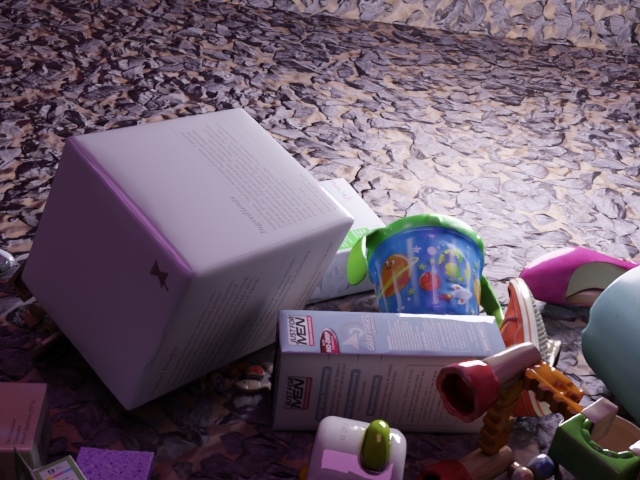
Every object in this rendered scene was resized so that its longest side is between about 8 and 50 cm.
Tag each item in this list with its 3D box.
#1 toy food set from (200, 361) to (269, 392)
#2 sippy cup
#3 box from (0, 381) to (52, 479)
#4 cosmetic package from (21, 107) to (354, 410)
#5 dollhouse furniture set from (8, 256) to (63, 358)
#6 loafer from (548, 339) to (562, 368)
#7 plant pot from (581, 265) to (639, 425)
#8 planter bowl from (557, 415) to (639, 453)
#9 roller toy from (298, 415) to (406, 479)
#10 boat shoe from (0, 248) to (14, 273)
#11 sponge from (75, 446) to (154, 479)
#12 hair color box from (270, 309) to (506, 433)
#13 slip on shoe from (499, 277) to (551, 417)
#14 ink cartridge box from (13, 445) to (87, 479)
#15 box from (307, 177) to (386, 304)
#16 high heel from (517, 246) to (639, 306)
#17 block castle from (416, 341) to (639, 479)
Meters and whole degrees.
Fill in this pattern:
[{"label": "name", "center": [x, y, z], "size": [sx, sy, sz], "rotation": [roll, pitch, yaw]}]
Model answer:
[{"label": "toy food set", "center": [-0.153, 0.238, 1.588], "size": [0.122, 0.019, 0.078], "rotation": [0, 35, -11]}, {"label": "sippy cup", "center": [0.205, 0.107, 1.684], "size": [0.305, 0.240, 0.224], "rotation": [-2, 46, 3]}, {"label": "box", "center": [-0.575, 0.300, 1.333], "size": [0.311, 0.121, 0.148], "rotation": [2, 36, -8]}, {"label": "cosmetic package", "center": [-0.225, 0.014, 1.524], "size": [0.327, 0.329, 0.393], "rotation": [46, 37, 21]}, {"label": "dollhouse furniture set", "center": [-0.517, 0.122, 1.581], "size": [0.151, 0.144, 0.123], "rotation": [52, 44, -1]}, {"label": "loafer", "center": [0.414, 0.238, 1.666], "size": [0.050, 0.056, 0.148], "rotation": [12, 34, 23]}, {"label": "plant pot", "center": [0.646, 0.221, 1.521], "size": [0.341, 0.341, 0.334], "rotation": [-7, 29, -20]}, {"label": "planter bowl", "center": [0.447, 0.370, 1.431], "size": [0.162, 0.109, 0.162], "rotation": [5, 34, -3]}, {"label": "roller toy", "center": [0.039, 0.362, 1.299], "size": [0.146, 0.191, 0.209], "rotation": [11, 78, 4]}, {"label": "boat shoe", "center": [-0.681, 0.027, 1.771], "size": [0.142, 0.049, 0.040], "rotation": [19, 37, 12]}, {"label": "sponge", "center": [-0.325, 0.396, 1.319], "size": [0.117, 0.031, 0.210], "rotation": [6, 35, -1]}, {"label": "hair color box", "center": [0.108, 0.225, 1.510], "size": [0.374, 0.185, 0.113], "rotation": [2, 36, -8]}, {"label": "slip on shoe", "center": [0.357, 0.188, 1.617], "size": [0.101, 0.123, 0.331], "rotation": [-17, 34, 21]}, {"label": "ink cartridge box", "center": [-0.348, 0.374, 1.224], "size": [0.062, 0.109, 0.209], "rotation": [-21, 43, -34]}, {"label": "box", "center": [0.000, 0.000, 1.871], "size": [0.231, 0.127, 0.262], "rotation": [-11, 38, -22]}, {"label": "high heel", "center": [0.597, 0.099, 1.824], "size": [0.377, 0.127, 0.181], "rotation": [-4, 26, -22]}, {"label": "block castle", "center": [0.332, 0.383, 1.223], "size": [0.213, 0.303, 0.453], "rotation": [-20, 42, -33]}]
